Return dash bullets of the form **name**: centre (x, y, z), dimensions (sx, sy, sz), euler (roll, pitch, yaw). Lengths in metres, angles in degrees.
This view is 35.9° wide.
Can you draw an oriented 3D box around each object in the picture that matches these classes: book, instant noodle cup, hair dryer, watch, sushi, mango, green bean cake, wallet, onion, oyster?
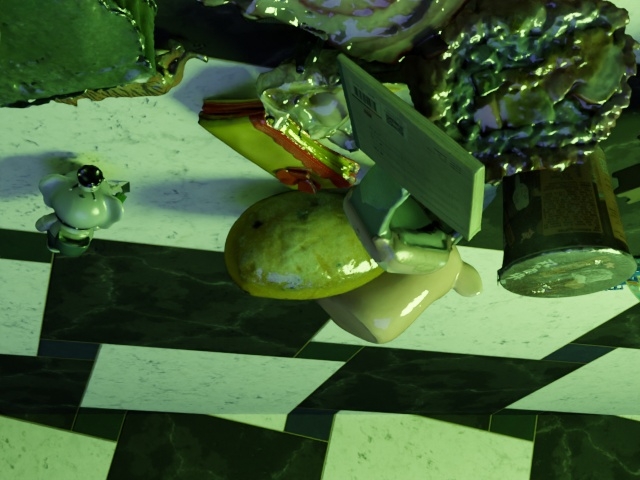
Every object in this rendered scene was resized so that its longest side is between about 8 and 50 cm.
- **book**: centre (0.110, -0.104, 1.192), dimensions (0.215, 0.025, 0.283), euler (41, 174, 13)
- **instant noodle cup**: centre (0.385, -0.036, 1.593), dimensions (0.217, 0.207, 0.217), euler (-1, 157, 0)
- **hair dryer**: centre (0.013, -0.240, 1.151), dimensions (0.173, 0.195, 0.050), euler (0, 127, -5)
- **watch**: centre (0.169, -0.079, 1.529), dimensions (0.241, 0.162, 0.253), euler (-46, 151, 25)
- **sushi**: centre (0.237, -0.210, 1.197), dimensions (0.270, 0.171, 0.237), euler (-12, 113, 0)
- **mango**: centre (-0.002, 0.007, 1.709), dimensions (0.329, 0.176, 0.177), euler (-2, 125, -16)
- **green bean cake**: centre (-0.335, -0.266, 1.139), dimensions (0.255, 0.132, 0.241), euler (-10, 155, 16)
- **wallet**: centre (-0.057, -0.137, 1.476), dimensions (0.141, 0.067, 0.241), euler (5, 163, 40)
- **onion**: centre (0.034, -0.332, 1.012), dimensions (0.314, 0.146, 0.280), euler (21, 135, -27)
- **oyster**: centre (0.057, -0.197, 1.349), dimensions (0.275, 0.100, 0.271), euler (-20, 156, -2)

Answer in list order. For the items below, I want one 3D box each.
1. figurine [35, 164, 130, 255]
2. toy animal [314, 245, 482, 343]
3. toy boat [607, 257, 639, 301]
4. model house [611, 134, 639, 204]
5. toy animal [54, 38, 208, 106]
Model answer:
- **figurine**: centre (-0.399, -0.054, 1.630), dimensions (0.147, 0.126, 0.192), euler (19, 135, -18)
- **toy animal**: centre (0.137, 0.079, 1.852), dimensions (0.195, 0.256, 0.213), euler (47, 174, -27)
- **toy boat**: centre (0.656, 0.093, 2.013), dimensions (0.174, 0.110, 0.091), euler (-8, 156, 10)
- **model house**: centre (0.523, -0.120, 1.404), dimensions (0.243, 0.211, 0.204), euler (-22, 147, 39)
- **toy animal**: centre (-0.266, -0.227, 1.331), dimensions (0.241, 0.057, 0.099), euler (-5, 163, 4)
